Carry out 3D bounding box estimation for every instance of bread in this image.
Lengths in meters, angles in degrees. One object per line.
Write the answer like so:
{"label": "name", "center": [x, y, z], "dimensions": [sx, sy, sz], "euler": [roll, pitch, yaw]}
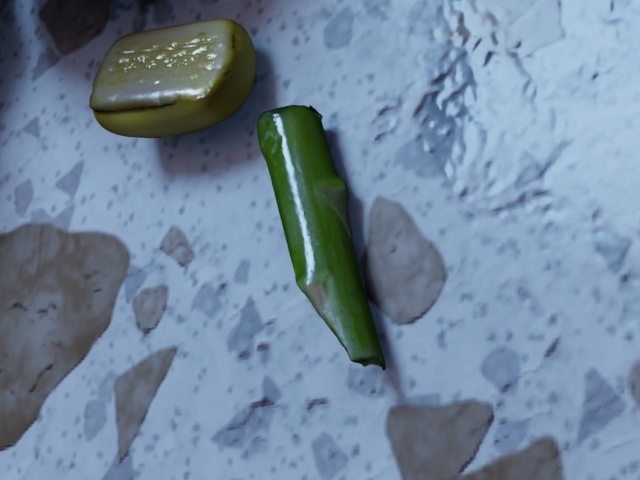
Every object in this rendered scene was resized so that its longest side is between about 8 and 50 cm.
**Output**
{"label": "bread", "center": [-0.094, -0.102, 0.916], "dimensions": [0.115, 0.056, 0.082], "euler": [-7, 54, 26]}

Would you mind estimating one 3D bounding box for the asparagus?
{"label": "asparagus", "center": [0.000, 0.000, 0.823], "dimensions": [0.045, 0.041, 0.178], "euler": [-8, 63, -13]}
